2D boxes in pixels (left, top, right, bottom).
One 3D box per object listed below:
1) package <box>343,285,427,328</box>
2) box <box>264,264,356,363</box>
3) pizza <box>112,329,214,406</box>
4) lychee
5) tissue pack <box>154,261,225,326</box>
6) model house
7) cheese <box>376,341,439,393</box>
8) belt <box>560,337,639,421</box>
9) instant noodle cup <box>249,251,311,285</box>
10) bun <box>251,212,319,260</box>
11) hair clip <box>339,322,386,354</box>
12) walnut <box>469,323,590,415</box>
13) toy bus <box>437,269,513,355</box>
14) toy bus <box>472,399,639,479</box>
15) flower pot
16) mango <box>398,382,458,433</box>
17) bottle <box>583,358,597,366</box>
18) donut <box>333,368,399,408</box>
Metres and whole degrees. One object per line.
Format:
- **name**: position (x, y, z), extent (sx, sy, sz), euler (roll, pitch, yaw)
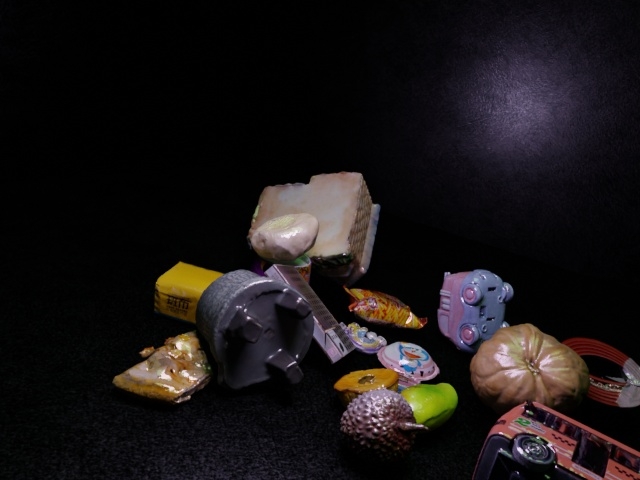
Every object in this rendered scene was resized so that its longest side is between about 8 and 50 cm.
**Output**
- **package**: position (0.216, 0.247, 1.820), extent (0.289, 0.108, 0.223), euler (18, 10, -10)
- **box**: position (-0.026, 0.209, 1.505), extent (0.324, 0.047, 0.180), euler (51, 9, 13)
- **pizza**: position (-0.354, 0.302, 1.258), extent (0.189, 0.071, 0.297), euler (16, 16, 13)
- **lychee**: position (0.138, 0.408, 1.121), extent (0.198, 0.165, 0.165), euler (-17, -6, 39)
- **tissue pack**: position (-0.347, 0.174, 1.569), extent (0.271, 0.133, 0.192), euler (15, 18, 6)
- **model house**: position (0.000, 0.000, 2.056), extent (0.446, 0.394, 0.400), euler (-2, -29, 22)
- **cheese**: position (0.251, 0.371, 1.487), extent (0.189, 0.074, 0.286), euler (16, 18, 14)
- **belt**: position (0.834, 0.418, 1.548), extent (0.324, 0.115, 0.227), euler (12, 49, -7)
- **instant noodle cup**: position (-0.144, 0.137, 1.743), extent (0.252, 0.189, 0.251), euler (12, 17, -4)
- **bun**: position (-0.108, -0.001, 1.661), extent (0.231, 0.133, 0.231), euler (-13, 20, 5)
- **hair clip**: position (0.129, 0.319, 1.628), extent (0.172, 0.049, 0.116), euler (23, 31, 5)
- **walnut**: position (0.565, 0.370, 1.403), extent (0.297, 0.284, 0.285), euler (-4, 14, 12)
- **toy bus**: position (0.520, 0.243, 1.797), extent (0.198, 0.293, 0.232), euler (0, 4, -34)
- **toy bus**: position (0.542, 0.503, 1.011), extent (0.427, 0.202, 0.233), euler (24, 28, 29)
- **flower pot**: position (-0.169, 0.236, 1.309), extent (0.299, 0.298, 0.283), euler (1, 8, -34)
- **mango**: position (0.263, 0.416, 1.288), extent (0.125, 0.111, 0.233), euler (32, 26, 31)
- **bottle**: position (0.850, 0.420, 1.707), extent (0.254, 0.120, 0.120), euler (7, 18, -17)
- **donut**: position (0.123, 0.380, 1.302), extent (0.162, 0.065, 0.179), euler (-8, 1, 38)
